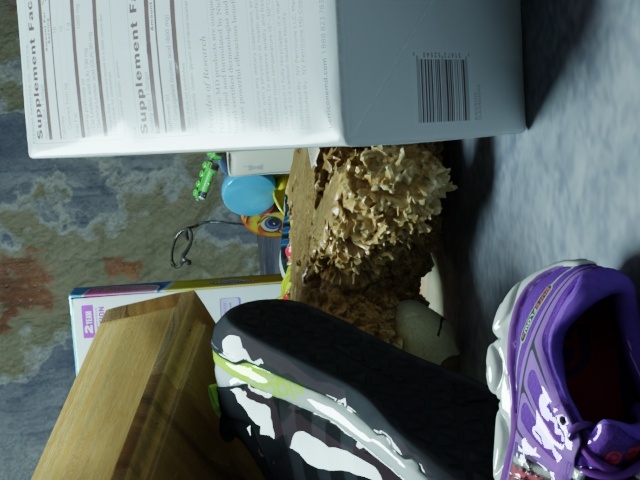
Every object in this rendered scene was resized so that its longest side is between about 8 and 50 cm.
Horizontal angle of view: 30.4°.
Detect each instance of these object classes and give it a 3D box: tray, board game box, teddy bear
[{"bbox_3d":[-0.037,0.251,0.763,0.411,0.076,0.203,60,-153,-32],"label":"tray"},{"bbox_3d":[-0.132,0.166,1.420,0.064,0.316,0.242,-135,42,-81],"label":"board game box"},{"bbox_3d":[0.041,-0.031,0.774,0.245,0.113,0.338,115,158,-59],"label":"teddy bear"}]

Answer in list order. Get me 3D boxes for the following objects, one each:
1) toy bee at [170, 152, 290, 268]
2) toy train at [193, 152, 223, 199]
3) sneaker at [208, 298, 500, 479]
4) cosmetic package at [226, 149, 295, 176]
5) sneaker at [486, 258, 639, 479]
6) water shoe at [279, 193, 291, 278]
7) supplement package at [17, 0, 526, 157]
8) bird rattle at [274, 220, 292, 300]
[{"bbox_3d":[-0.061,-0.076,1.535,0.298,0.162,0.195,-42,39,51],"label":"toy bee"},{"bbox_3d":[-0.141,-0.089,1.498,0.023,0.017,0.083,24,96,57],"label":"toy train"},{"bbox_3d":[0.027,0.111,0.609,0.234,0.084,0.097,28,118,42],"label":"sneaker"},{"bbox_3d":[-0.043,-0.231,1.218,0.153,0.129,0.296,106,159,-69],"label":"cosmetic package"},{"bbox_3d":[0.095,0.091,0.433,0.071,0.068,0.170,144,123,-76],"label":"sneaker"},{"bbox_3d":[-0.012,-0.019,1.323,0.203,0.072,0.080,-101,12,-47],"label":"water shoe"},{"bbox_3d":[-0.034,-0.114,0.610,0.244,0.139,0.134,2,97,45],"label":"supplement package"},{"bbox_3d":[0.000,0.000,1.020,0.253,0.143,0.207,104,178,-61],"label":"bird rattle"}]
